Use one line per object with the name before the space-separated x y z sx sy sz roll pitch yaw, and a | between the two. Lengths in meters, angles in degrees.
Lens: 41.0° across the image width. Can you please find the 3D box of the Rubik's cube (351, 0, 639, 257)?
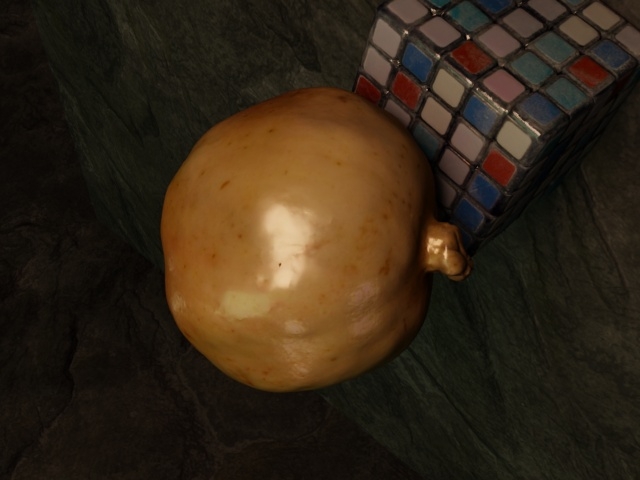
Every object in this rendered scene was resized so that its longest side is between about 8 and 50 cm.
Rubik's cube | 0.238 -0.206 1.222 0.287 0.292 0.293 44 151 16

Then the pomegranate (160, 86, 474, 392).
pomegranate | 0.000 0.000 1.118 0.411 0.411 0.411 36 146 29
